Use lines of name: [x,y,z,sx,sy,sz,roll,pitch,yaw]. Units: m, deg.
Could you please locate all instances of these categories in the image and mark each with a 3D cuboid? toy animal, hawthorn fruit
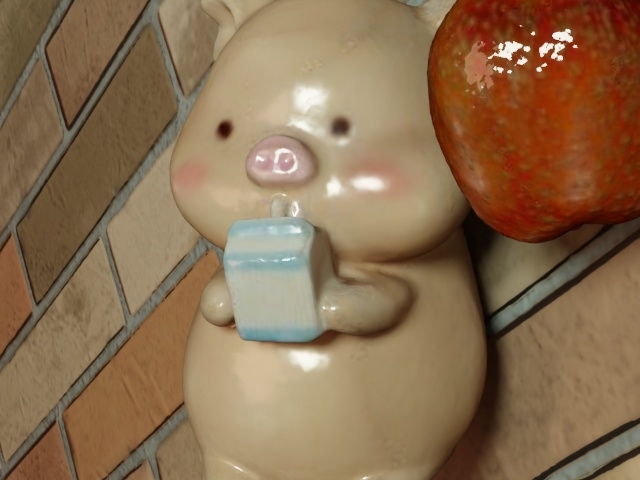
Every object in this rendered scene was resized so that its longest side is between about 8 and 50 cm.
toy animal: [-0.001,-0.003,0.841,0.195,0.213,0.256,7,118,17]
hawthorn fruit: [0.117,-0.069,0.731,0.133,0.133,0.137,19,117,56]
